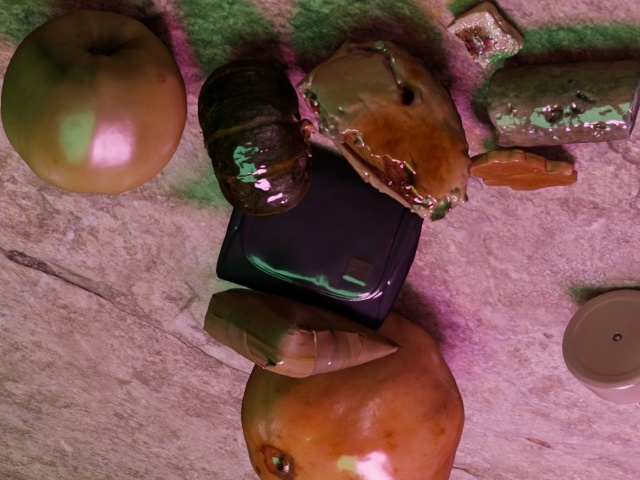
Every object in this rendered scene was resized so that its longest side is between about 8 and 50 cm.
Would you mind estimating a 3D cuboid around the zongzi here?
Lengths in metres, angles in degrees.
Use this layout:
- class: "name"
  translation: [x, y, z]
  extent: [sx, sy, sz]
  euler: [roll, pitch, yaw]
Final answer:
- class: "zongzi"
  translation: [-0.029, 0.138, 1.758]
  extent: [0.256, 0.114, 0.228]
  euler: [0, -166, -40]

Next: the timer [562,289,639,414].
- class: "timer"
  translation: [0.508, 0.219, 1.769]
  extent: [0.175, 0.175, 0.266]
  euler: [-5, 143, 32]

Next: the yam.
- class: "yam"
  translation: [0.314, -0.173, 1.404]
  extent: [0.194, 0.107, 0.107]
  euler: [-1, 139, 27]

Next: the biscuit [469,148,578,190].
- class: "biscuit"
  translation: [0.270, -0.097, 1.521]
  extent: [0.184, 0.027, 0.133]
  euler: [9, 169, -37]

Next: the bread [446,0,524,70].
- class: "bread"
  translation: [0.209, -0.258, 1.405]
  extent: [0.070, 0.035, 0.083]
  euler: [-19, 125, 41]

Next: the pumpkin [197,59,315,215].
- class: "pumpkin"
  translation: [-0.085, -0.144, 1.554]
  extent: [0.157, 0.223, 0.223]
  euler: [-12, 138, 3]

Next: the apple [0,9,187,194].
- class: "apple"
  translation: [-0.323, -0.193, 1.587]
  extent: [0.262, 0.262, 0.262]
  euler: [14, 144, 11]

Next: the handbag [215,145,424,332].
- class: "handbag"
  translation: [-0.001, 0.003, 1.728]
  extent: [0.302, 0.177, 0.275]
  euler: [22, 145, 0]

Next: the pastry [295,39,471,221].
- class: "pastry"
  translation: [0.098, -0.160, 1.483]
  extent: [0.256, 0.170, 0.237]
  euler: [41, -179, -19]

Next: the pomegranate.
- class: "pomegranate"
  translation: [0.062, 0.298, 1.934]
  extent: [0.412, 0.411, 0.411]
  euler: [14, 144, 11]
